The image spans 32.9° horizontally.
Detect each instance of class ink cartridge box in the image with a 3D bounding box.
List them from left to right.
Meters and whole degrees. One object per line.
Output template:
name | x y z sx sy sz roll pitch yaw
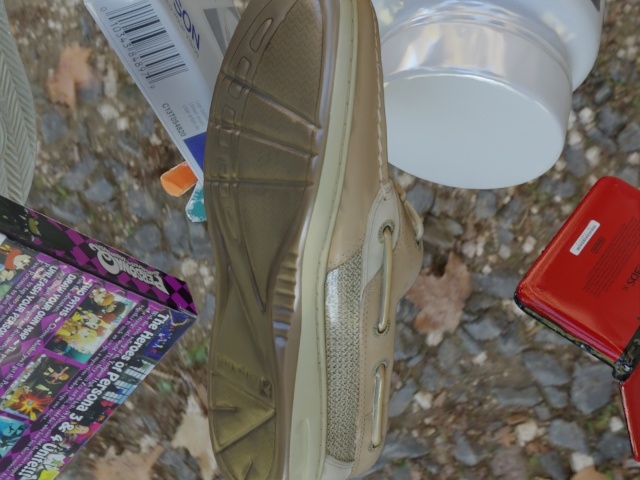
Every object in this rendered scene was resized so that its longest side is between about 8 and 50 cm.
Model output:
ink cartridge box | -0.095 -0.166 0.768 0.045 0.223 0.224 -16 51 10

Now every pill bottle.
pill bottle | 0.153 -0.241 0.962 0.204 0.204 0.361 14 63 1

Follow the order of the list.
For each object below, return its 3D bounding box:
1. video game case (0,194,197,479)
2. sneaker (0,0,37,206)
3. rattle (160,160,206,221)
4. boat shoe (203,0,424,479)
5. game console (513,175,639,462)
video game case | -0.221 0.074 0.614 0.232 0.210 0.042 -48 37 18
sneaker | -0.356 -0.162 0.945 0.148 0.131 0.350 -3 102 18
rattle | -0.070 -0.106 1.052 0.200 0.143 0.130 -19 86 -4
boat shoe | 0.000 0.000 0.675 0.110 0.122 0.341 -8 115 -35
game console | 0.199 0.048 0.715 0.124 0.085 0.144 33 51 15
